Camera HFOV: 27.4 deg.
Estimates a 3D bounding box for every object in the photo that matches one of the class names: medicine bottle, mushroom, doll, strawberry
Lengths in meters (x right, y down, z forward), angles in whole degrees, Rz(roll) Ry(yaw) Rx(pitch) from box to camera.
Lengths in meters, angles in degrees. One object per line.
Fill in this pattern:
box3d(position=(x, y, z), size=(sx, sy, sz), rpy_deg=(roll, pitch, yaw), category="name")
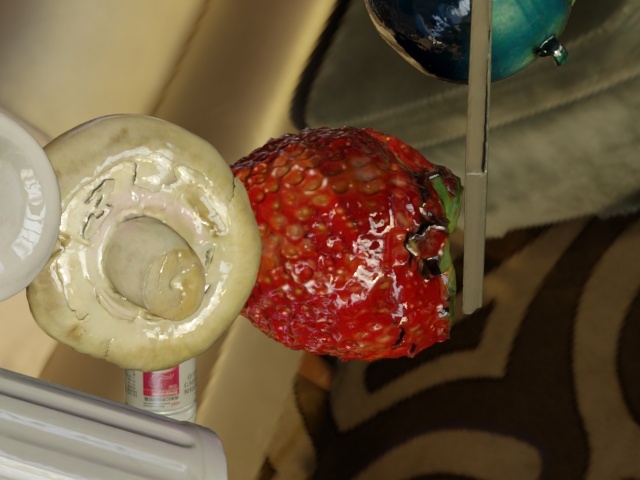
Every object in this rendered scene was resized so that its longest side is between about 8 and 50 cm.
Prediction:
box3d(position=(-0.229, -0.015, 0.714), size=(0.186, 0.103, 0.103), rpy_deg=(-2, 58, 48), category="medicine bottle")
box3d(position=(-0.108, 0.003, 0.768), size=(0.154, 0.154, 0.122), rpy_deg=(-56, 32, -1), category="mushroom")
box3d(position=(-0.129, 0.115, 1.056), size=(0.058, 0.058, 0.091), rpy_deg=(-145, 52, -62), category="medicine bottle")
box3d(position=(0.107, -0.267, 1.215), size=(0.186, 0.198, 0.322), rpy_deg=(-45, 69, -4), category="doll")
box3d(position=(0.000, 0.000, 1.353), size=(0.250, 0.288, 0.239), rpy_deg=(-34, -53, -83), category="strawberry")

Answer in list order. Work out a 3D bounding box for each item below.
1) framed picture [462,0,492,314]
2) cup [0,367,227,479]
box3d(position=(0.118, -0.113, 0.965), size=(0.019, 0.209, 0.281), rpy_deg=(2, 60, 6), category="framed picture")
box3d(position=(-0.181, 0.146, 0.692), size=(0.221, 0.202, 0.167), rpy_deg=(-11, 59, 66), category="cup")
